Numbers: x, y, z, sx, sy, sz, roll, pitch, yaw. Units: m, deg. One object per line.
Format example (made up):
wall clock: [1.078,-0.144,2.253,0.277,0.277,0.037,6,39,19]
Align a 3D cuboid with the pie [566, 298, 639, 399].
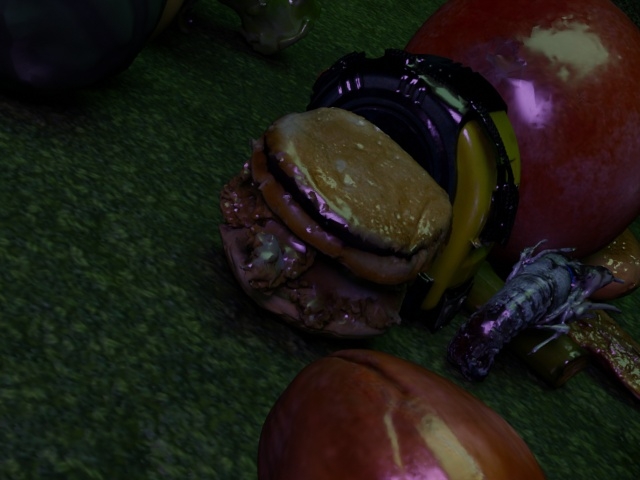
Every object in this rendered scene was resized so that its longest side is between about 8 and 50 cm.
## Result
pie: [0.262,0.104,1.097,0.170,0.034,0.092,45,24,18]

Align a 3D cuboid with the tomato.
tomato: [0.180,-0.110,1.129,0.265,0.265,0.265,25,22,-11]

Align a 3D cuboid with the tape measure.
tape measure: [0.073,-0.054,0.994,0.199,0.186,0.112,37,31,18]

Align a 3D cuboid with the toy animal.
toy animal: [-0.199,-0.231,1.034,0.191,0.216,0.338,51,17,-24]

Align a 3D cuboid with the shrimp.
shrimp: [0.172,0.049,0.972,0.174,0.076,0.082,-30,65,-37]

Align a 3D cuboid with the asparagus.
asparagus: [0.144,0.054,1.046,0.045,0.041,0.178,-37,60,-19]

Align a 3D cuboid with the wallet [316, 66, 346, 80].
wallet: [0.102,-0.115,1.347,0.142,0.045,0.204,3,35,-49]

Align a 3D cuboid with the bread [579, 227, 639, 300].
bread: [0.246,-0.002,1.248,0.114,0.077,0.189,-7,39,-26]

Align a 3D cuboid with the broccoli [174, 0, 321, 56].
broccoli: [-0.105,-0.318,1.302,0.297,0.297,0.297,49,12,-29]

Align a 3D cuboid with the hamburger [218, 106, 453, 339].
hamburger: [0.000,0.000,0.877,0.159,0.131,0.185,45,32,14]

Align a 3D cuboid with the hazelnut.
hazelnut: [0.036,0.125,0.610,0.150,0.150,0.150,25,22,-11]
